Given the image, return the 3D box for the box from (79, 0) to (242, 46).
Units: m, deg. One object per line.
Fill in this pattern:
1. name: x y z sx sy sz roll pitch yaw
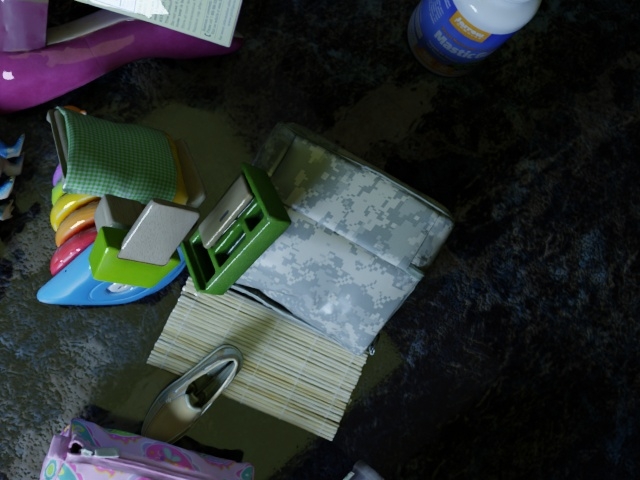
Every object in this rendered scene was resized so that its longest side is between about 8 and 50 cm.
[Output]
1. box: -0.225 -0.405 0.953 0.243 0.117 0.213 15 35 -12

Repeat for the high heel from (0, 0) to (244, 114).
1. high heel: -0.309 -0.274 1.005 0.377 0.127 0.181 1 122 -23

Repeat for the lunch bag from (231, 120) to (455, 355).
1. lunch bag: 0.000 0.000 0.960 0.305 0.212 0.256 29 93 -5

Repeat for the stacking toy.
1. stacking toy: -0.323 -0.065 0.933 0.166 0.175 0.301 6 55 -55

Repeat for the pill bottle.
1. pill bottle: 0.255 -0.380 1.044 0.152 0.272 0.152 2 81 -13

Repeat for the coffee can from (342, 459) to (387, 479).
1. coffee can: 0.029 0.476 0.900 0.275 0.201 0.201 -42 93 -15

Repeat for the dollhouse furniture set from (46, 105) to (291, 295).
1. dollhouse furniture set: -0.203 -0.097 0.831 0.198 0.151 0.301 14 37 -44

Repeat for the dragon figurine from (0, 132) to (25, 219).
1. dragon figurine: -0.488 -0.089 0.886 0.144 0.085 0.289 8 58 -20

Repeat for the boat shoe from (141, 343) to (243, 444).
1. boat shoe: -0.187 0.227 0.936 0.068 0.072 0.190 41 88 -9

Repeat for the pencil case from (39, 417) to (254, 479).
1. pencil case: -0.231 0.328 0.883 0.284 0.124 0.124 23 77 -19

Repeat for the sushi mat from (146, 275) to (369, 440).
1. sushi mat: -0.088 0.181 1.009 0.317 0.019 0.151 25 76 -9
